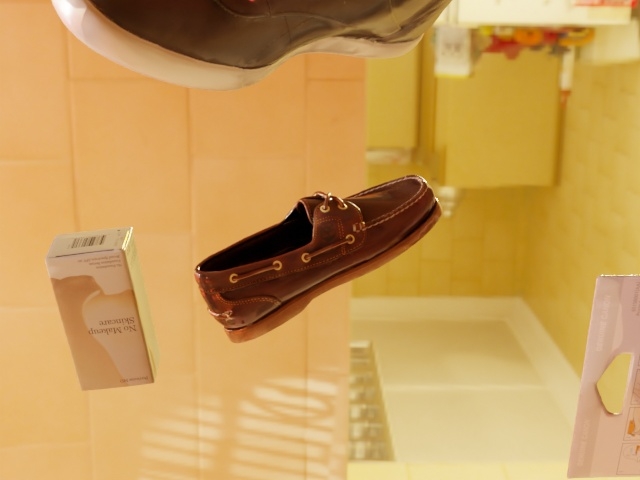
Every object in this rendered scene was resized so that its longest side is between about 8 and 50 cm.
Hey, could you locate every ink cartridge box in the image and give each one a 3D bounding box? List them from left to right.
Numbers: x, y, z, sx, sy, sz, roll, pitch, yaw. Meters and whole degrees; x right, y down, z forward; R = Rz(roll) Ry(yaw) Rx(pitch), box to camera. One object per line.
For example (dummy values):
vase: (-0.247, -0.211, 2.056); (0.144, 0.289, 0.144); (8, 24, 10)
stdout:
ink cartridge box: (0.382, 0.132, 1.001); (0.239, 0.275, 0.060); (0, -148, 3)

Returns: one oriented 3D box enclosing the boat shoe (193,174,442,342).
boat shoe: (0.000, 0.000, 0.767); (0.207, 0.073, 0.073); (-32, -157, -13)

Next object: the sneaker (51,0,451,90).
sneaker: (-0.002, -0.169, 0.526); (0.295, 0.104, 0.147); (-18, 158, -47)

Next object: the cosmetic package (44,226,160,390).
cosmetic package: (-0.158, 0.051, 0.717); (0.060, 0.115, 0.041); (-8, -153, 2)
